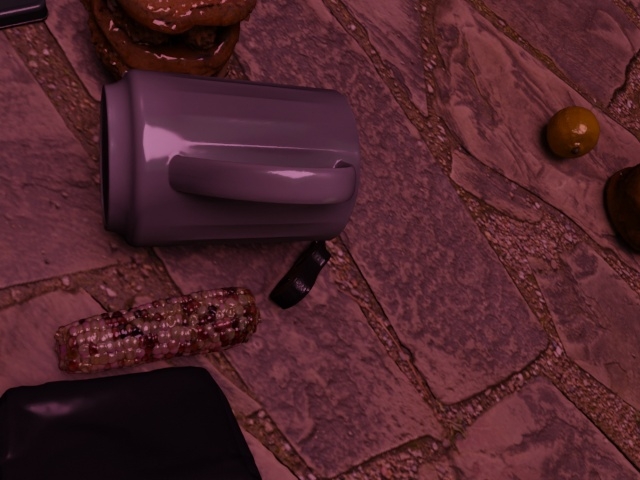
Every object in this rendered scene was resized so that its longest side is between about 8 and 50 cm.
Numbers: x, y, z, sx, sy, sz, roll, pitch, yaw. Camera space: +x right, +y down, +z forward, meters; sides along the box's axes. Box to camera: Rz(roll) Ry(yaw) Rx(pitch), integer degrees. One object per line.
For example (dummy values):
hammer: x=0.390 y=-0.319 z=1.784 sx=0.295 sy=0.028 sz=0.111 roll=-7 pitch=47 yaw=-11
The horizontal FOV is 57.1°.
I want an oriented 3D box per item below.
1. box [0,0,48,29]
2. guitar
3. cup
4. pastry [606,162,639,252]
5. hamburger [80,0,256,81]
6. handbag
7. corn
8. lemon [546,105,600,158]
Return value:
box: x=-0.483 y=-0.364 z=0.877 sx=0.126 sy=0.031 sz=0.091 roll=-25 pitch=86 yaw=-28
guitar: x=0.002 y=0.001 z=0.979 sx=0.038 sy=0.084 sz=0.271 roll=42 pitch=55 yaw=-15
cup: x=-0.122 y=-0.099 z=0.805 sx=0.327 sy=0.323 sz=0.236 roll=-1 pitch=105 yaw=-24
pastry: x=0.767 y=-0.072 z=1.321 sx=0.240 sy=0.132 sz=0.235 roll=-31 pitch=88 yaw=-28
hamburger: x=-0.233 y=-0.342 z=0.887 sx=0.245 sy=0.211 sz=0.260 roll=16 pitch=65 yaw=-16
handbag: x=-0.248 y=0.302 z=0.725 sx=0.302 sy=0.275 sz=0.177 roll=-3 pitch=120 yaw=-28
corn: x=-0.218 y=0.125 z=0.820 sx=0.281 sy=0.092 sz=0.092 roll=-9 pitch=78 yaw=-26
lemon: x=0.550 y=-0.234 z=1.281 sx=0.109 sy=0.109 sz=0.133 roll=24 pitch=49 yaw=-17
